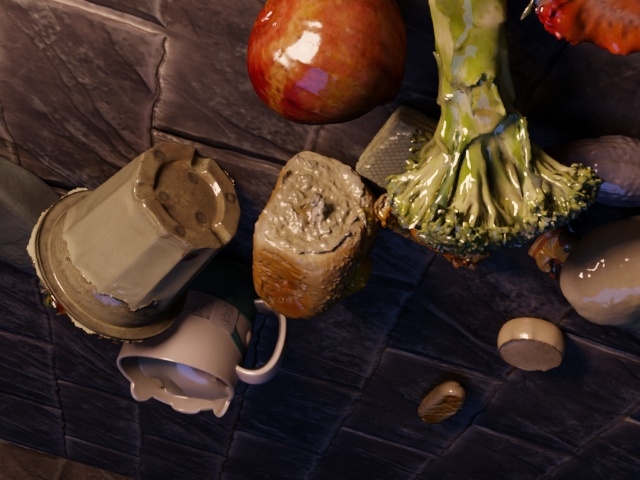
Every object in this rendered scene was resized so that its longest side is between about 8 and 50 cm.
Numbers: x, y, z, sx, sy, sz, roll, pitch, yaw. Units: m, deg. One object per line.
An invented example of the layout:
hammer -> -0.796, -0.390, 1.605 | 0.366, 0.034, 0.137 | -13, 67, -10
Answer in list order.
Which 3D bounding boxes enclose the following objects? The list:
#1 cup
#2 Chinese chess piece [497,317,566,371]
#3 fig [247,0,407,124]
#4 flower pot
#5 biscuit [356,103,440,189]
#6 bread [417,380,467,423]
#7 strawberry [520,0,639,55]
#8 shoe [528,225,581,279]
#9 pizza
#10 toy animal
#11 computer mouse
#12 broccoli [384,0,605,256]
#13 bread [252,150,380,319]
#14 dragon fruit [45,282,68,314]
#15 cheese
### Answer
cup -> -0.203, 0.168, 1.734 | 0.289, 0.258, 0.219 | 9, 149, 11
Chinese chess piece -> 0.378, 0.186, 1.704 | 0.122, 0.051, 0.122 | 12, 147, 8
fig -> 0.016, -0.221, 1.097 | 0.205, 0.205, 0.205 | 11, 149, 7
flower pot -> -0.274, -0.009, 1.500 | 0.290, 0.290, 0.259 | 32, 135, -25
biscuit -> 0.187, -0.090, 1.346 | 0.252, 0.052, 0.150 | 24, 148, -14
bread -> 0.260, 0.336, 1.996 | 0.073, 0.053, 0.214 | 22, 152, -2
strawberry -> 0.323, -0.276, 0.952 | 0.228, 0.098, 0.174 | 9, 134, -12
shoe -> 0.358, 0.015, 1.422 | 0.069, 0.072, 0.109 | 54, 143, 11
pizza -> 0.174, -0.007, 1.423 | 0.134, 0.056, 0.271 | 31, -177, 34
toy animal -> 0.397, -0.084, 1.226 | 0.324, 0.091, 0.195 | -10, 155, 40
computer mouse -> -0.553, -0.059, 1.661 | 0.188, 0.122, 0.371 | -9, 144, 33
broccoli -> 0.191, -0.144, 1.071 | 0.221, 0.252, 0.361 | -17, 143, -11
bread -> 0.000, 0.000, 1.436 | 0.176, 0.196, 0.246 | 17, 150, 5
dragon fruit -> -0.465, 0.064, 1.842 | 0.142, 0.138, 0.175 | -13, 123, -24
cheese -> 0.520, 0.019, 1.204 | 0.350, 0.130, 0.328 | 5, 159, -19
